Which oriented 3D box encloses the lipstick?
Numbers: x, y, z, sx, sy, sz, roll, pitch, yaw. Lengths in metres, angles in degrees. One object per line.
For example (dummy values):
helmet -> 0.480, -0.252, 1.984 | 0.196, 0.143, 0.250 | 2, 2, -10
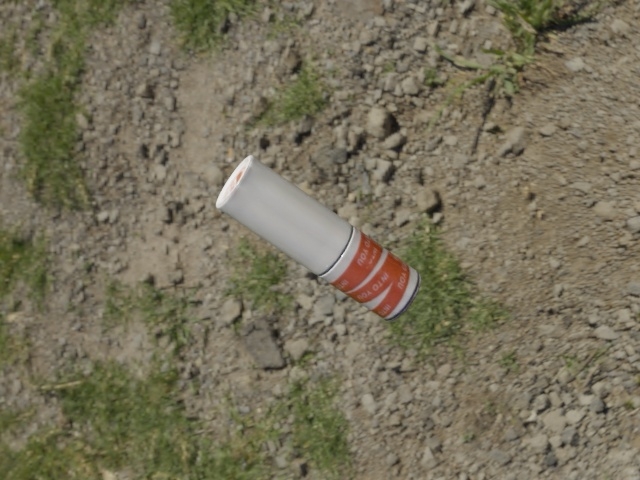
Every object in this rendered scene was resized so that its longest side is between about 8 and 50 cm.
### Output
lipstick -> 0.000, 0.000, 0.525 | 0.130, 0.038, 0.038 | 35, 117, -17
